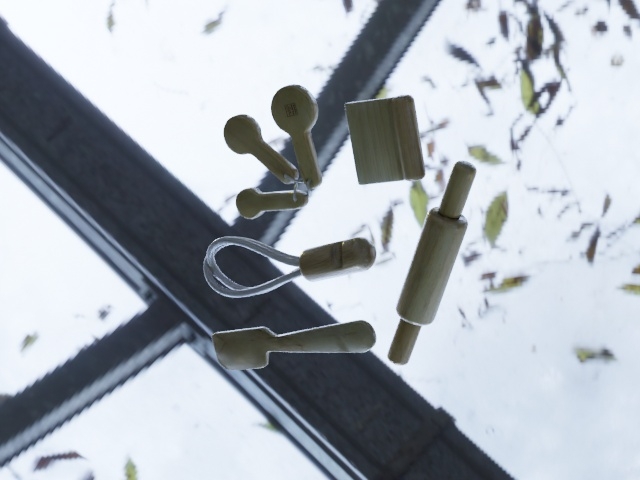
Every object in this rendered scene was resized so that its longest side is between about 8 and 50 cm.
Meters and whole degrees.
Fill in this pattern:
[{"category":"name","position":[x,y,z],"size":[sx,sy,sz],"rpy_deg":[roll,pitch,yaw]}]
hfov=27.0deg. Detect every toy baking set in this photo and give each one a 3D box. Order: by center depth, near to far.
[{"category":"toy baking set","position":[0.006,0.001,0.973],"size":[0.197,0.030,0.256],"rpy_deg":[23,-65,22]}]
